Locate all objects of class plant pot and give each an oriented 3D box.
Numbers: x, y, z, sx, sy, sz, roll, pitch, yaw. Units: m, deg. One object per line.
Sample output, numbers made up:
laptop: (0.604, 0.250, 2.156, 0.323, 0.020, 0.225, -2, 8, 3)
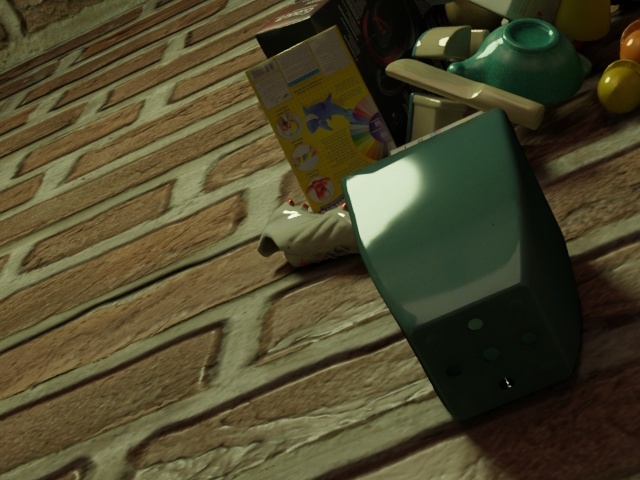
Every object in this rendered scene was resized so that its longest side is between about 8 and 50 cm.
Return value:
plant pot: (0.131, 0.031, 1.165, 0.165, 0.166, 0.234, -24, 28, 11)

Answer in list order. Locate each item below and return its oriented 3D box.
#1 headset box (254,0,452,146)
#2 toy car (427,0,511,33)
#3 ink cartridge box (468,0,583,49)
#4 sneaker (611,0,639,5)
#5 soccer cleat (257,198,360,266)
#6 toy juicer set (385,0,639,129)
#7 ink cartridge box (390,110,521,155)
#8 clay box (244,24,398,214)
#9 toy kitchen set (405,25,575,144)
headset box: (0.058, -0.247, 1.795, 0.110, 0.218, 0.293, -9, 29, 43)
toy car: (0.196, -0.319, 1.783, 0.149, 0.155, 0.188, 9, 35, 42)
ink cartridge box: (0.297, -0.330, 1.714, 0.078, 0.231, 0.134, 32, 104, 39)
sneaker: (0.446, -0.388, 1.820, 0.221, 0.087, 0.083, -41, 24, -30)
soccer cleat: (0.000, 0.000, 1.533, 0.196, 0.068, 0.076, 9, 62, 55)
toy juicer set: (0.263, -0.185, 1.542, 0.329, 0.089, 0.209, -27, 50, -27)
ink cartridge box: (0.141, -0.082, 1.533, 0.181, 0.061, 0.104, -24, 21, 10)
clay box: (0.014, -0.134, 1.635, 0.127, 0.222, 0.053, -26, -3, 5)
toy kitchen set: (0.197, -0.178, 1.689, 0.207, 0.166, 0.122, 2, 5, -32)
